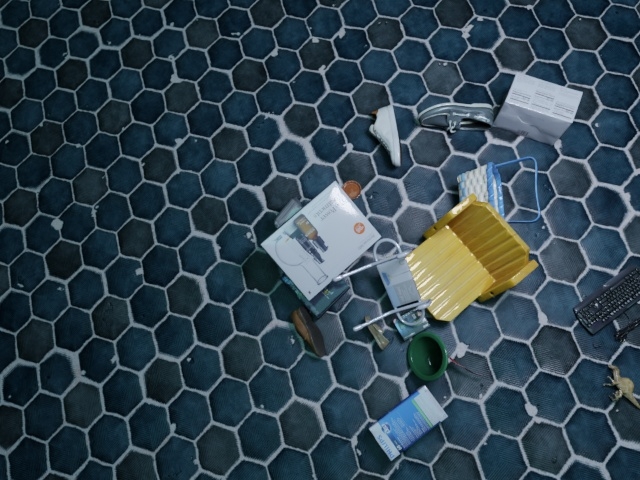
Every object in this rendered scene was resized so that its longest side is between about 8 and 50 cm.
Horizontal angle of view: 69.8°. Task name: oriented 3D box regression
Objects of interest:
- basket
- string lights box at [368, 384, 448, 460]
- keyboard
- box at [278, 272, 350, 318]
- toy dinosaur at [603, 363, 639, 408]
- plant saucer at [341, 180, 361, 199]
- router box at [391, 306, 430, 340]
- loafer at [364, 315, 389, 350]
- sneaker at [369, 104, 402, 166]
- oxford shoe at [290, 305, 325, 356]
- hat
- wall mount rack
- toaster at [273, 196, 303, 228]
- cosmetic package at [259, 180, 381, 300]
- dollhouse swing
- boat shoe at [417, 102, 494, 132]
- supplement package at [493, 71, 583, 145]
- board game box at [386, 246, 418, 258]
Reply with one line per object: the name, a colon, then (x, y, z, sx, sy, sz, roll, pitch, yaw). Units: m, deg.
basket: (0.690, -0.184, 1.781, 0.288, 0.201, 0.255, -6, 73, 36)
string lights box: (0.318, 0.662, 1.677, 0.259, 0.077, 0.133, -35, 75, -4)
keyboard: (1.136, 0.252, 1.731, 0.317, 0.033, 0.202, -36, 75, -3)
box: (-0.024, 0.170, 1.846, 0.183, 0.059, 0.233, -43, 76, -7)
toy dinosaur: (1.087, 0.540, 1.649, 0.092, 0.053, 0.183, -26, 75, -3)
plant saucer: (0.132, -0.214, 1.954, 0.083, 0.013, 0.084, -1, 76, 5)
router box: (0.351, 0.322, 1.782, 0.122, 0.038, 0.092, -30, 75, -3)
loafer: (0.218, 0.352, 1.781, 0.050, 0.056, 0.148, -29, 85, -3)
sneaker: (0.277, -0.435, 1.962, 0.123, 0.106, 0.290, -12, 67, 12)
oxford shoe: (-0.049, 0.366, 1.804, 0.076, 0.076, 0.212, -35, 75, 27)
hat: (0.461, 0.455, 1.743, 0.173, 0.183, 0.209, -47, 46, 28)
wall mount rack: (0.233, 0.182, 1.711, 0.304, 0.130, 0.350, -23, 88, 25)
toaster: (-0.083, -0.056, 1.877, 0.227, 0.129, 0.146, 44, 87, 7)
cosmetic package: (0.000, 0.000, 1.768, 0.377, 0.097, 0.284, -41, 98, -7)
dollhouse swing: (0.515, 0.083, 1.690, 0.304, 0.315, 0.347, -33, 80, -29)
boat shoe: (0.574, -0.509, 1.938, 0.319, 0.116, 0.099, -3, 71, -1)
supplement package: (0.873, -0.531, 1.867, 0.261, 0.204, 0.145, 23, 80, 11)
board game box: (0.353, 0.127, 1.827, 0.140, 0.048, 0.171, -18, 75, 2)
